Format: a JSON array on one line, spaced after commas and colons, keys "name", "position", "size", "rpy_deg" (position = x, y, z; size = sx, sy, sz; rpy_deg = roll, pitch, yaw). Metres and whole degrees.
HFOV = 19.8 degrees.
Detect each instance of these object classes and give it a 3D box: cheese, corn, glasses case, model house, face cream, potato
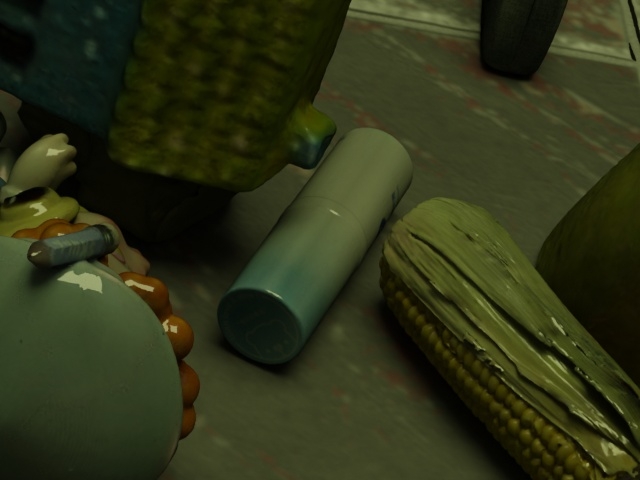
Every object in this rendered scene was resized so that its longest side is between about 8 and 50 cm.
[{"name": "cheese", "position": [-0.157, -0.086, 1.536], "size": [0.202, 0.091, 0.175], "rpy_deg": [29, 39, 16]}, {"name": "corn", "position": [0.162, 0.088, 1.429], "size": [0.122, 0.123, 0.305], "rpy_deg": [-16, 52, -36]}, {"name": "glasses case", "position": [0.215, -0.308, 1.883], "size": [0.074, 0.131, 0.323], "rpy_deg": [12, 41, -2]}, {"name": "model house", "position": [-0.108, -0.189, 1.416], "size": [0.303, 0.237, 0.215], "rpy_deg": [27, 34, 9]}, {"name": "face cream", "position": [0.000, 0.000, 1.504], "size": [0.077, 0.077, 0.250], "rpy_deg": [26, 41, 9]}, {"name": "potato", "position": [0.334, -0.002, 1.477], "size": [0.213, 0.280, 0.330], "rpy_deg": [-14, 51, -34]}]

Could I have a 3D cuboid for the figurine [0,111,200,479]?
[{"name": "figurine", "position": [-0.221, 0.050, 1.338], "size": [0.205, 0.224, 0.382], "rpy_deg": [-21, 25, -10]}]
